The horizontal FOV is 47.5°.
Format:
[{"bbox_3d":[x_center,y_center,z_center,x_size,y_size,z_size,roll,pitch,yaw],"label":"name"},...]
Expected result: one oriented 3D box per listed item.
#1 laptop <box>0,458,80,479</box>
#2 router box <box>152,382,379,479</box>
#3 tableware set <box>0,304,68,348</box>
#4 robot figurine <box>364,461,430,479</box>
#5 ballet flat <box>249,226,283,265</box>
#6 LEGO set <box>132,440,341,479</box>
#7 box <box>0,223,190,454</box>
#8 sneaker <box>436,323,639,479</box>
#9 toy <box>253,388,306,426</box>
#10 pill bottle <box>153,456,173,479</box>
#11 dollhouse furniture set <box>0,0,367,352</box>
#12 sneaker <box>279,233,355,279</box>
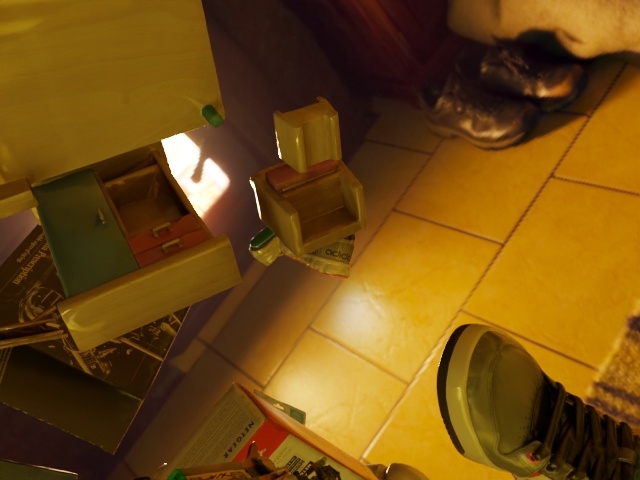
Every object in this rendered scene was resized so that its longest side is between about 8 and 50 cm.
[{"bbox_3d":[-0.583,0.403,0.911,0.382,0.408,0.236,9,80,5],"label":"laptop"},{"bbox_3d":[-0.101,0.379,0.894,0.335,0.301,0.082,-51,40,-4],"label":"router box"},{"bbox_3d":[-0.406,0.110,0.857,0.128,0.194,0.039,-11,87,62],"label":"tableware set"},{"bbox_3d":[0.059,0.479,1.213,0.353,0.300,0.200,-9,38,14],"label":"robot figurine"},{"bbox_3d":[-0.038,-0.026,1.148,0.168,0.052,0.057,-39,30,-2],"label":"ballet flat"},{"bbox_3d":[-0.006,0.301,0.479,0.255,0.192,0.331,-60,42,35],"label":"LEGO set"},{"bbox_3d":[-0.418,0.141,1.298,0.179,0.312,0.343,-56,11,35],"label":"box"},{"bbox_3d":[0.225,0.171,0.562,0.178,0.295,0.124,-3,50,45],"label":"sneaker"},{"bbox_3d":[-0.102,0.420,1.379,0.137,0.056,0.237,14,107,37],"label":"toy"},{"bbox_3d":[-0.178,0.358,1.136,0.152,0.086,0.086,-26,40,11],"label":"pill bottle"},{"bbox_3d":[-0.144,-0.122,0.558,0.286,0.303,0.198,-23,43,-16],"label":"dollhouse furniture set"},{"bbox_3d":[0.000,0.000,0.979,0.170,0.063,0.075,23,93,64],"label":"sneaker"}]
